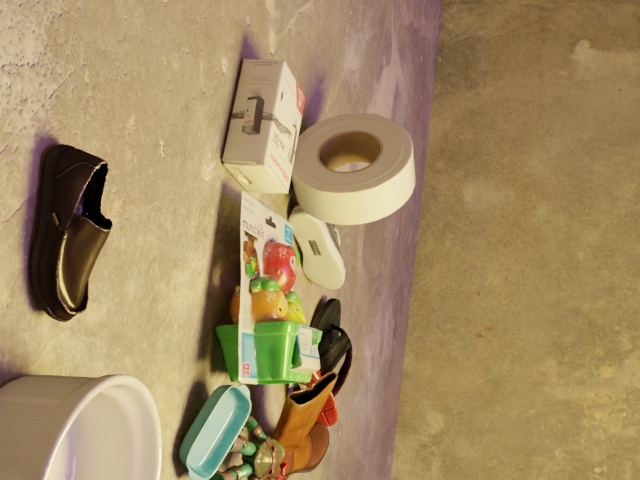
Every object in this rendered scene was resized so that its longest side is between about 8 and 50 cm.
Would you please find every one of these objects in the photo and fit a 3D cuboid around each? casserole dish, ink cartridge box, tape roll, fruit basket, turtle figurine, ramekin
[{"bbox_3d":[-0.191,0.338,1.476,0.188,0.037,0.114,-58,147,-22],"label":"casserole dish"},{"bbox_3d":[-0.106,-0.217,1.593,0.158,0.092,0.217,51,48,-67],"label":"ink cartridge box"},{"bbox_3d":[0.073,-0.167,1.874,0.100,0.286,0.286,77,24,-44],"label":"tape roll"},{"bbox_3d":[-0.087,0.109,1.626,0.327,0.165,0.353,38,55,-71],"label":"fruit basket"},{"bbox_3d":[-0.138,0.423,1.629,0.234,0.118,0.175,20,64,-63],"label":"turtle figurine"},{"bbox_3d":[-0.307,0.287,0.966,0.277,0.135,0.277,5,90,-74],"label":"ramekin"}]

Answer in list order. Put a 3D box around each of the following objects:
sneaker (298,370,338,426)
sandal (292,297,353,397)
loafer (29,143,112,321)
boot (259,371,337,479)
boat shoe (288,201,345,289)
[{"bbox_3d":[-0.010,0.329,1.990,0.221,0.087,0.128,66,20,-14],"label":"sneaker"},{"bbox_3d":[0.014,0.352,2.124,0.167,0.107,0.445,74,27,-50],"label":"sandal"},{"bbox_3d":[-0.299,-0.007,1.011,0.080,0.078,0.220,-15,108,-73],"label":"loafer"},{"bbox_3d":[-0.030,0.390,1.813,0.264,0.096,0.280,-14,133,-48],"label":"boot"},{"bbox_3d":[0.000,0.000,2.006,0.301,0.108,0.102,66,33,-45],"label":"boat shoe"}]
